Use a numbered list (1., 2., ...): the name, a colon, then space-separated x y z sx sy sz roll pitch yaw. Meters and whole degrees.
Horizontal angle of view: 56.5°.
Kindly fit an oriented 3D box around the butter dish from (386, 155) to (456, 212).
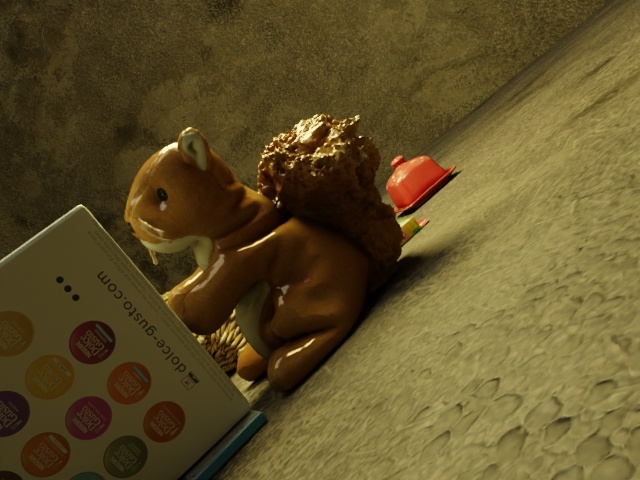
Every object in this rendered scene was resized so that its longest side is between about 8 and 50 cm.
1. butter dish: 0.215 -0.150 1.416 0.160 0.118 0.160 -41 4 -6

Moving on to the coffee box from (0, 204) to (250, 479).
1. coffee box: -0.363 0.191 0.823 0.334 0.337 0.338 -41 15 -19

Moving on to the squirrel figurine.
1. squirrel figurine: -0.082 -0.022 0.913 0.397 0.370 0.281 -41 3 -12

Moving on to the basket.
1. basket: -0.244 0.228 1.368 0.299 0.223 0.213 -22 49 42

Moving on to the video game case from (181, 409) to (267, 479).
1. video game case: -0.136 0.269 0.785 0.119 0.015 0.166 -43 4 -23

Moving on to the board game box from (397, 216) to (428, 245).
1. board game box: 0.089 0.038 1.136 0.259 0.039 0.124 -38 4 -12
